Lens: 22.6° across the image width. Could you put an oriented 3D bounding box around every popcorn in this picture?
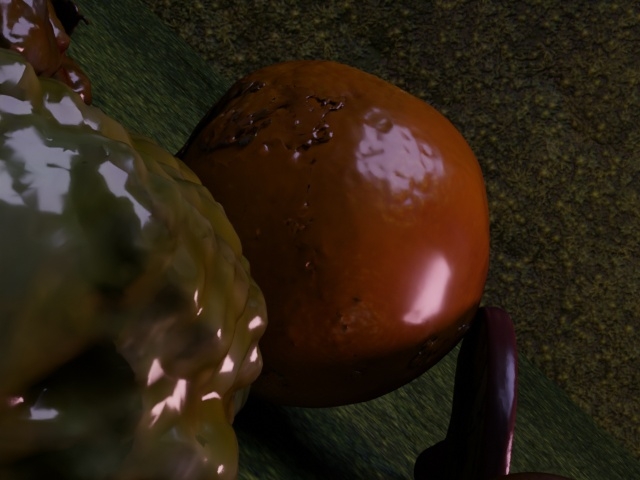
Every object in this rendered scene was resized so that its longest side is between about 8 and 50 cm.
[{"bbox_3d":[-0.159,0.004,0.622,0.286,0.174,0.225,27,1,-31],"label":"popcorn"}]

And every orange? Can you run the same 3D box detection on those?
[{"bbox_3d":[0.000,0.000,1.122,0.246,0.246,0.246,43,8,-8],"label":"orange"}]

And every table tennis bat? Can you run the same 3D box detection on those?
[{"bbox_3d":[0.107,0.156,1.171,0.038,0.200,0.310,9,-14,-3],"label":"table tennis bat"}]

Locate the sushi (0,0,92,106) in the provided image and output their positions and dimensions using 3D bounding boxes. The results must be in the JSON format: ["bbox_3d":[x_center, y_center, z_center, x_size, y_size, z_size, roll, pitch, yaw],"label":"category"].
[{"bbox_3d":[-0.209,-0.115,0.823,0.213,0.204,0.200,45,2,-31],"label":"sushi"}]

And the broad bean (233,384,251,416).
[{"bbox_3d":[-0.097,0.066,0.928,0.124,0.082,0.174,44,-2,-4],"label":"broad bean"}]

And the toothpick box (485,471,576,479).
[{"bbox_3d":[0.139,0.234,0.855,0.192,0.192,0.294,42,2,-11],"label":"toothpick box"}]
